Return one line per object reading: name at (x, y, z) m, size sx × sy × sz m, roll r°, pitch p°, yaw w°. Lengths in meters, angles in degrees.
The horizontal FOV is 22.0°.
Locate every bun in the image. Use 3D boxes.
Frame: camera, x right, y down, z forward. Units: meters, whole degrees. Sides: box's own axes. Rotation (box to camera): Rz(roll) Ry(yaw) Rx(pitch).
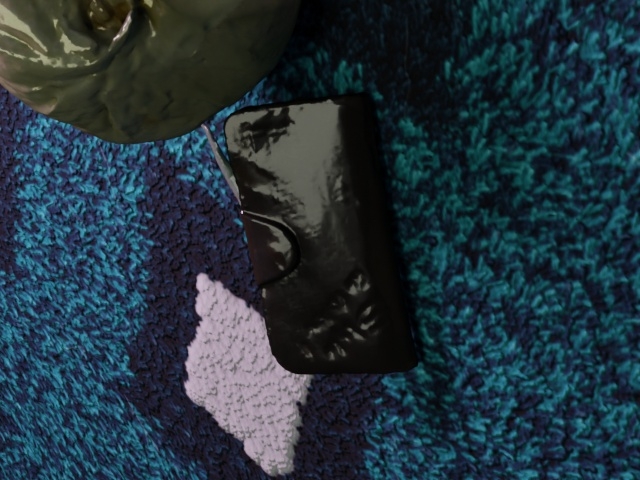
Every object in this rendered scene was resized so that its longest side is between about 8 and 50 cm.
bun at (-0.198, -0.246, 1.644) m, size 0.361 × 0.213 × 0.361 m, roll 4°, pitch 122°, yaw 6°

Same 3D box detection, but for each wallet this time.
wallet at (0.000, 0.000, 1.721) m, size 0.165 × 0.042 × 0.309 m, roll -5°, pitch 110°, yaw 18°

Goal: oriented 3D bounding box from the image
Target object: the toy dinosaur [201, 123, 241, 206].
toy dinosaur at (-0.058, -0.028, 1.808) m, size 0.242 × 0.053 × 0.167 m, roll 38°, pitch 143°, yaw 17°
